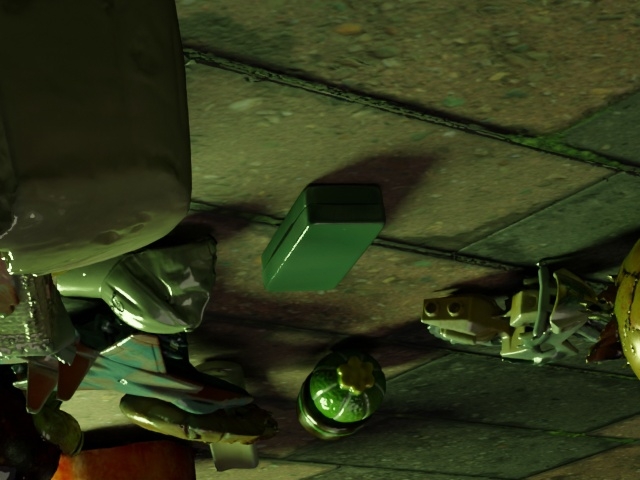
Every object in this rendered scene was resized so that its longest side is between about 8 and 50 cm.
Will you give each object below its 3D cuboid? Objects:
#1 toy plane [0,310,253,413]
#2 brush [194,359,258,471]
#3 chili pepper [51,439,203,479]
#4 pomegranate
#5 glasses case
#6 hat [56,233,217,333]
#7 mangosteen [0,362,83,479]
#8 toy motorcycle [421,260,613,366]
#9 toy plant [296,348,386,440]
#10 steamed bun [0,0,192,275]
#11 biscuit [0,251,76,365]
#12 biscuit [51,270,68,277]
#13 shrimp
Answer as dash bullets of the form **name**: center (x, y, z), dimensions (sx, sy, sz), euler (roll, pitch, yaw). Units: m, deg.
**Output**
- **toy plane**: center (-0.195, 0.134, 1.900), dimensions (0.223, 0.104, 0.326), euler (-24, 158, 40)
- **brush**: center (-0.117, 0.213, 2.220), dimensions (0.060, 0.050, 0.321), euler (-4, 152, 0)
- **chili pepper**: center (-0.274, 0.428, 2.383), dimensions (0.229, 0.305, 0.251), euler (2, 169, -6)
- **pomegranate**: center (0.381, 0.074, 1.765), dimensions (0.235, 0.210, 0.210), euler (-15, 158, 18)
- **glasses case**: center (0.000, 0.000, 1.685), dimensions (0.078, 0.039, 0.184), euler (-1, 159, -17)
- **hat**: center (-0.175, 0.044, 1.711), dimensions (0.166, 0.081, 0.122), euler (1, 158, 9)
- **mangosteen**: center (-0.355, 0.218, 2.013), dimensions (0.180, 0.166, 0.166), euler (-36, 154, 6)
- **toy motorcycle**: center (0.216, 0.077, 1.904), dimensions (0.229, 0.094, 0.130), euler (-1, 158, 24)
- **toy plant**: center (0.026, 0.183, 2.109), dimensions (0.093, 0.093, 0.162), euler (-1, 159, -15)
- **steamed bun**: center (-0.190, -0.083, 1.137), dimensions (0.200, 0.225, 0.170), euler (7, 156, -37)
- **biscuit**: center (-0.303, 0.006, 1.481), dimensions (0.186, 0.079, 0.309), euler (-3, 145, -6)
- **biscuit**: center (-0.297, -0.001, 1.604), dimensions (0.176, 0.031, 0.228), euler (7, 154, -34)
- **shrimp**: center (-0.122, 0.210, 2.062), dimensions (0.145, 0.061, 0.267), euler (11, 173, 34)
